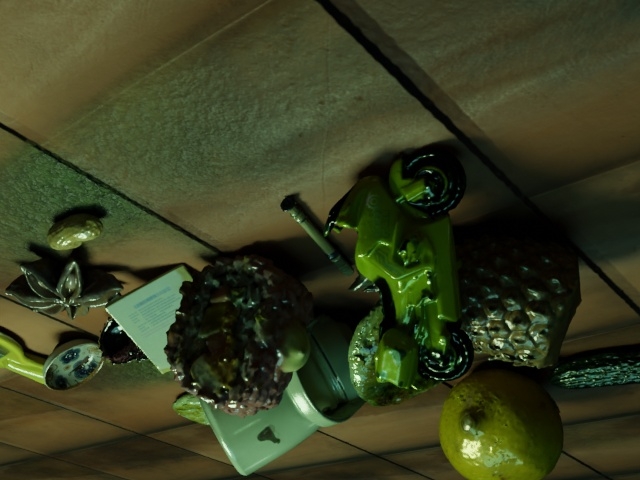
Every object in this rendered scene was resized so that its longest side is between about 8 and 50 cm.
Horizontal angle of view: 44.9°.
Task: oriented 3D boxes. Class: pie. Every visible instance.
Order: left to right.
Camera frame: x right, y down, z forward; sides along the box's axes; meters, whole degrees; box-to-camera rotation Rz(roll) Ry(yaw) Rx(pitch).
[{"bbox_3d":[-0.292,0.433,1.999,0.187,0.041,0.187,3,150,2],"label":"pie"},{"bbox_3d":[0.172,0.188,1.394,0.277,0.078,0.277,-19,135,-20],"label":"pie"}]

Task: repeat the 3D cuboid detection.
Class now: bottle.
[{"bbox_3d":[-0.043,0.279,1.483,0.352,0.229,0.229,-27,148,-7],"label":"bottle"}]

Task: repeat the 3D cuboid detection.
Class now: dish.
[{"bbox_3d":[-0.558,0.256,1.713,0.141,0.078,0.141,-29,144,-24],"label":"dish"}]

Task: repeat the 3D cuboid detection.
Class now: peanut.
[{"bbox_3d":[-0.400,-0.015,1.261,0.113,0.053,0.054,-17,143,30],"label":"peanut"}]

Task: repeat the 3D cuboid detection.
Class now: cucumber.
[{"bbox_3d":[0.593,0.257,1.568,0.265,0.077,0.077,-9,147,23],"label":"cucumber"}]

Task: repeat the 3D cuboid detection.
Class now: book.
[{"bbox_3d":[-0.273,0.151,1.435,0.168,0.013,0.192,-28,121,6],"label":"book"}]

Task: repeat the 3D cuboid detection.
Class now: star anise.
[{"bbox_3d":[-0.471,0.084,1.410,0.212,0.073,0.197,-18,146,28],"label":"star anise"}]

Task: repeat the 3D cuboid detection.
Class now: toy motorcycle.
[{"bbox_3d":[0.110,0.044,1.100,0.206,0.342,0.142,1,-168,34],"label":"toy motorcycle"}]

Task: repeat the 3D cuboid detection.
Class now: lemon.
[{"bbox_3d":[0.384,0.404,1.661,0.258,0.257,0.310,-18,148,32],"label":"lemon"}]

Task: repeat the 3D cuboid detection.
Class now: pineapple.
[{"bbox_3d":[0.224,0.070,1.227,0.362,0.202,0.202,15,152,18],"label":"pineapple"}]

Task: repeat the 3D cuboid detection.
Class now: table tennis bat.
[{"bbox_3d":[-0.730,0.260,1.757,0.369,0.054,0.224,29,142,-29],"label":"table tennis bat"}]

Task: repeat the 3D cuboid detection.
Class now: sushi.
[{"bbox_3d":[-0.124,0.168,1.320,0.237,0.270,0.171,1,155,30],"label":"sushi"}]

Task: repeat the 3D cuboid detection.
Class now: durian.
[{"bbox_3d":[-0.354,0.184,1.566,0.187,0.118,0.108,-8,-176,26],"label":"durian"}]

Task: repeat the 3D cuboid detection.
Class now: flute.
[{"bbox_3d":[0.000,0.000,1.257,0.027,0.027,0.233,-11,146,24],"label":"flute"}]
